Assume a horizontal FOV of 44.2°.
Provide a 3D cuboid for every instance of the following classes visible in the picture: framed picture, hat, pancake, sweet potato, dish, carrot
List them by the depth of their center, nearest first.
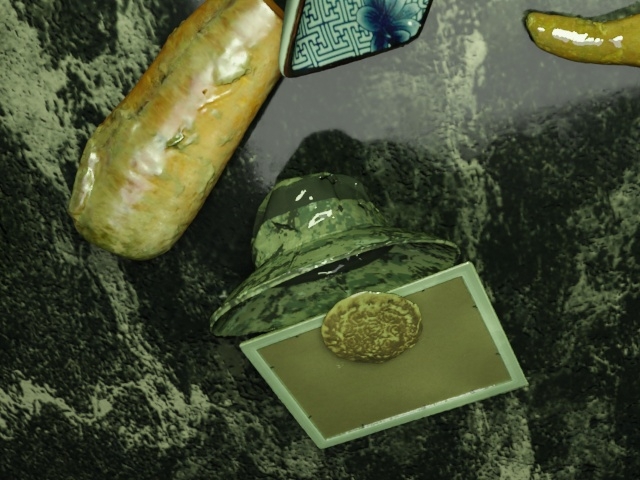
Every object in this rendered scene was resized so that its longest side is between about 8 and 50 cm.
[{"bbox_3d":[0.036,-0.274,0.675,0.080,0.181,0.243,47,141,26],"label":"dish"},{"bbox_3d":[0.360,-0.149,0.740,0.346,0.079,0.108,31,124,-2],"label":"sweet potato"},{"bbox_3d":[-0.137,-0.117,0.794,0.138,0.139,0.302,40,101,-9],"label":"carrot"},{"bbox_3d":[0.000,0.000,0.807,0.265,0.265,0.129,-18,76,14],"label":"hat"},{"bbox_3d":[0.055,0.092,0.828,0.114,0.011,0.115,-2,134,-2],"label":"pancake"},{"bbox_3d":[0.076,0.136,0.889,0.274,0.017,0.217,-19,127,14],"label":"framed picture"}]
